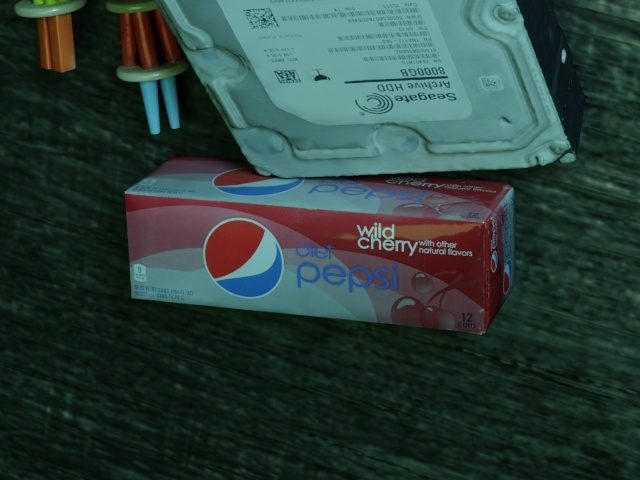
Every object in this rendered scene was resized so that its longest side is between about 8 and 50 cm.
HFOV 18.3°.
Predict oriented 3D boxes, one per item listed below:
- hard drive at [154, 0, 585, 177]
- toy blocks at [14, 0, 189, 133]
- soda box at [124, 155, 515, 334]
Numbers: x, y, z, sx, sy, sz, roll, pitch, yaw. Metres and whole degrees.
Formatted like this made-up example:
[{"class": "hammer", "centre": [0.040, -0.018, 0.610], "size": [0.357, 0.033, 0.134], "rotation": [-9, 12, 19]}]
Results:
[{"class": "hard drive", "centre": [0.013, -0.161, 1.234], "size": [0.236, 0.064, 0.339], "rotation": [-1, 146, 21]}, {"class": "toy blocks", "centre": [-0.156, -0.148, 1.407], "size": [0.123, 0.054, 0.148], "rotation": [-1, 110, 19]}, {"class": "soda box", "centre": [0.000, 0.000, 1.387], "size": [0.263, 0.092, 0.083], "rotation": [5, 111, 18]}]
